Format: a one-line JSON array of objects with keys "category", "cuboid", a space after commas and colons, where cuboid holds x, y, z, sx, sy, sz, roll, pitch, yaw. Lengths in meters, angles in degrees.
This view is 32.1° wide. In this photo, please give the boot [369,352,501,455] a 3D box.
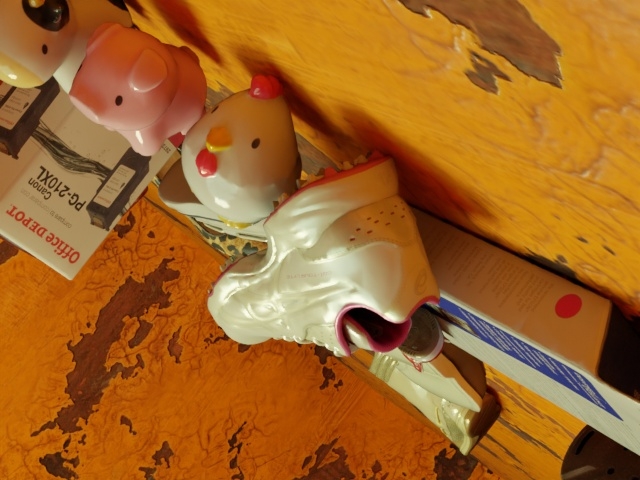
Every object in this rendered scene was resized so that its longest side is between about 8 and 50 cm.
[{"category": "boot", "cuboid": [0.182, 0.245, 1.794, 0.203, 0.095, 0.262, 34, 171, 20]}]

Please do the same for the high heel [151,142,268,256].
[{"category": "high heel", "cuboid": [-0.168, -0.068, 1.511, 0.261, 0.093, 0.186, 39, 177, 41]}]

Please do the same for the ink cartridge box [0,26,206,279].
[{"category": "ink cartridge box", "cuboid": [-0.252, -0.100, 1.132, 0.100, 0.237, 0.172, 34, 172, 28]}]

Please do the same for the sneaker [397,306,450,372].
[{"category": "sneaker", "cuboid": [0.091, 0.090, 0.965, 0.067, 0.042, 0.118, 45, 178, -22]}]

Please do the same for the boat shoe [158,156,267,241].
[{"category": "boat shoe", "cuboid": [-0.112, -0.051, 1.378, 0.088, 0.096, 0.267, 47, 161, -31]}]

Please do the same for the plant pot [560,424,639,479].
[{"category": "plant pot", "cuboid": [0.298, 0.236, 0.955, 0.165, 0.167, 0.167, 49, 168, -28]}]

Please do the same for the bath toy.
[{"category": "bath toy", "cuboid": [-0.160, -0.143, 0.909, 0.348, 0.151, 0.129, 35, 137, 17]}]

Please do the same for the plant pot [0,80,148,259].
[{"category": "plant pot", "cuboid": [-0.400, -0.107, 1.593, 0.236, 0.267, 0.267, 43, 174, 6]}]

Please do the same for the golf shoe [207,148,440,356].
[{"category": "golf shoe", "cuboid": [-0.005, 0.048, 0.911, 0.140, 0.115, 0.306, 59, 152, 9]}]

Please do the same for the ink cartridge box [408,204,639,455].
[{"category": "ink cartridge box", "cuboid": [0.172, 0.076, 0.889, 0.371, 0.069, 0.176, 33, 171, 49]}]

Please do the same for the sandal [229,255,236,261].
[{"category": "sandal", "cuboid": [0.002, 0.073, 1.670, 0.302, 0.086, 0.120, 21, 164, 10]}]

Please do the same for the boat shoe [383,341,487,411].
[{"category": "boat shoe", "cuboid": [0.133, 0.114, 1.221, 0.109, 0.091, 0.305, 21, 167, 24]}]
